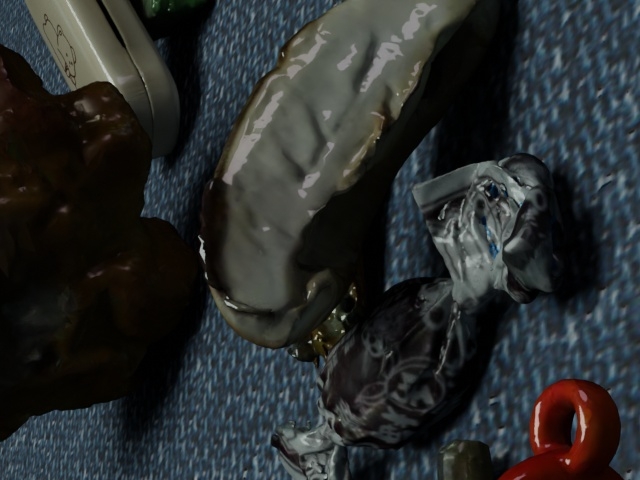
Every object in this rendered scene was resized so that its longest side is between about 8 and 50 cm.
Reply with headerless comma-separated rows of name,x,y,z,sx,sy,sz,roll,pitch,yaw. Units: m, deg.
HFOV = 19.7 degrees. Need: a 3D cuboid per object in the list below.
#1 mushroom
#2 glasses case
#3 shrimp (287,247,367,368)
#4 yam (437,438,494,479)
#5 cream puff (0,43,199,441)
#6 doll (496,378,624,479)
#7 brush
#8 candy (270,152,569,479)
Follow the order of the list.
mushroom,0.005,-0.036,0.780,0.210,0.072,0.094,-59,-15,-26
glasses case,-0.156,-0.139,1.279,0.196,0.050,0.083,58,157,31
shrimp,0.000,0.000,0.894,0.091,0.043,0.184,-54,28,38
yam,0.056,0.177,0.649,0.027,0.029,0.234,-39,40,41
cream puff,-0.205,0.017,1.132,0.269,0.241,0.155,-27,19,13
doll,0.058,0.207,0.526,0.200,0.105,0.336,-4,80,61
brush,-0.140,-0.164,1.361,0.282,0.054,0.048,166,97,-68
candy,0.035,0.050,0.757,0.226,0.051,0.094,124,149,-43
